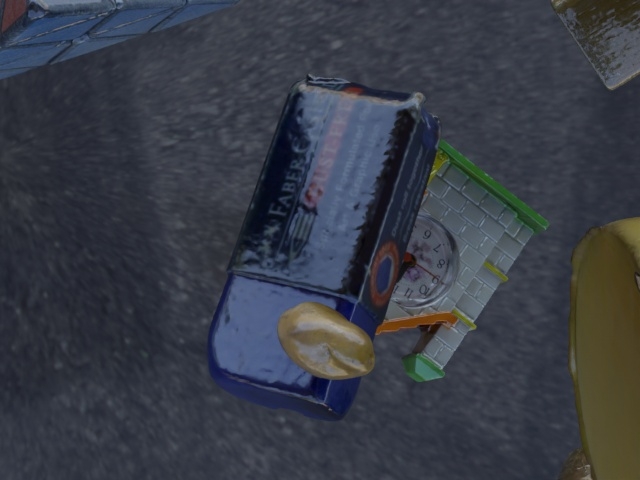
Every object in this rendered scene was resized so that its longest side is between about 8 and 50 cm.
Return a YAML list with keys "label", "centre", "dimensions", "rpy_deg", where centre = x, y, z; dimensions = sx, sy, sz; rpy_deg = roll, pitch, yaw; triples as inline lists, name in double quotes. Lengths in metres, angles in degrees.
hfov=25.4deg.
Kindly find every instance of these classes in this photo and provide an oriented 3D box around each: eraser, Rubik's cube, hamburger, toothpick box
- label: "eraser"
  centre: [0.000, 0.000, 1.390]
  dimensions: [0.155, 0.101, 0.332]
  rpy_deg: [11, 73, 25]
- label: "Rubik's cube"
  centre: [-0.249, -0.252, 1.323]
  dimensions: [0.233, 0.229, 0.228]
  rpy_deg: [23, 67, 24]
- label: "hamburger"
  centre: [0.299, 0.115, 1.004]
  dimensions: [0.186, 0.302, 0.261]
  rpy_deg: [-6, 111, -2]
- label: "toothpick box"
  centre: [0.463, -0.348, 1.831]
  dimensions: [0.308, 0.187, 0.190]
  rpy_deg: [-32, 105, 19]

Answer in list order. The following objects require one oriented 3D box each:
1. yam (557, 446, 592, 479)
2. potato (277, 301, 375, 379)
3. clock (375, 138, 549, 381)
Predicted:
- label: "yam"
  centre: [0.248, 0.333, 1.441]
  dimensions: [0.081, 0.356, 0.081]
  rpy_deg: [10, 120, 17]
- label: "potato"
  centre: [0.005, 0.081, 1.146]
  dimensions: [0.068, 0.083, 0.062]
  rpy_deg: [-11, 104, -56]
- label: "clock"
  centre: [0.119, 0.020, 1.759]
  dimensions: [0.220, 0.106, 0.255]
  rpy_deg: [36, 76, -7]
